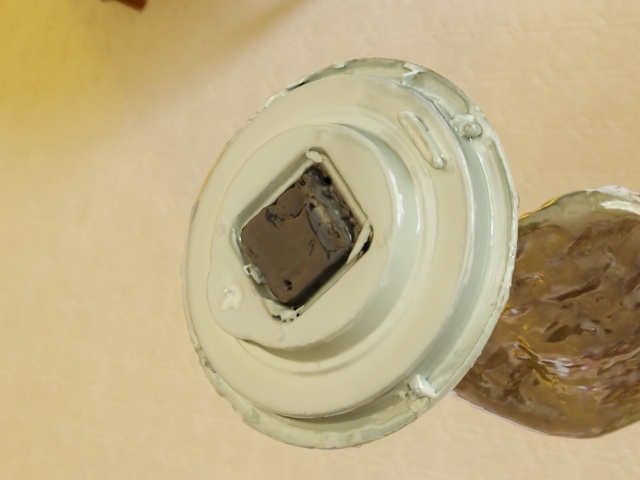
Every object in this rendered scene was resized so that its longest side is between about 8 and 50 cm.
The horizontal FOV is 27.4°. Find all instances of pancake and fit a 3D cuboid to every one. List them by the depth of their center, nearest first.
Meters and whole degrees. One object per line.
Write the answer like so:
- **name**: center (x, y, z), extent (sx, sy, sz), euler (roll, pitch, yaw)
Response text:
- **pancake**: center (0.186, 0.068, 0.983), extent (0.242, 0.242, 0.050), euler (-44, 28, 24)

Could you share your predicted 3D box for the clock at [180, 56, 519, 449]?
- **clock**: center (0.000, 0.000, 0.757), extent (0.236, 0.053, 0.236), euler (-10, 72, 32)
